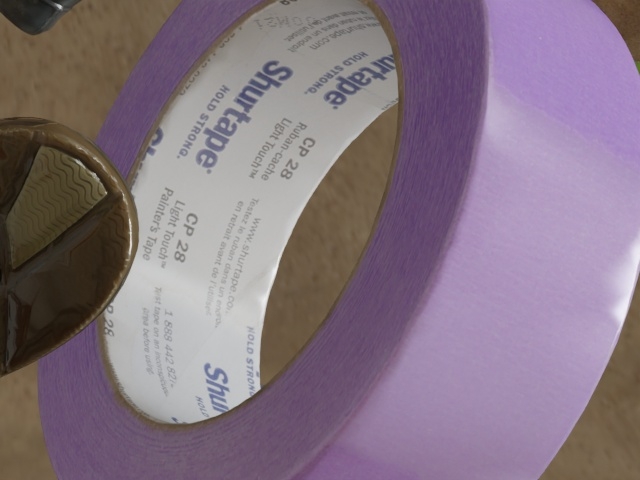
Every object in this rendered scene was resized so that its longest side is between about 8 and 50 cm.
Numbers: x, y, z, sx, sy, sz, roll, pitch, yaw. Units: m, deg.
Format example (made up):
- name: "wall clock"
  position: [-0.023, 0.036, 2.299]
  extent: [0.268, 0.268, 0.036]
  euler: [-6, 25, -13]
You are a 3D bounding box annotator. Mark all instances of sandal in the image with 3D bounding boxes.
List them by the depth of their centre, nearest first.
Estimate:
- name: "sandal"
  position: [-0.147, 0.018, 0.597]
  extent: [0.219, 0.060, 0.090]
  euler: [-27, 104, 20]

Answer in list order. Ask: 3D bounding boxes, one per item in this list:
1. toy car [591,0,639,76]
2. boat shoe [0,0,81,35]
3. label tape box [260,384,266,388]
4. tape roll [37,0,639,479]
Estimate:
- name: "toy car"
  position: [0.152, -0.115, 0.966]
  extent: [0.155, 0.188, 0.149]
  euler: [37, 96, -25]
- name: "boat shoe"
  position: [-0.240, -0.237, 1.261]
  extent: [0.113, 0.340, 0.127]
  euler: [-57, 147, 11]
- name: "label tape box"
  position: [-0.084, 0.283, 1.121]
  extent: [0.115, 0.249, 0.348]
  euler: [19, 110, 25]
- name: "tape roll"
  position: [0.000, 0.000, 0.787]
  extent: [0.090, 0.275, 0.275]
  euler: [26, 108, -33]
